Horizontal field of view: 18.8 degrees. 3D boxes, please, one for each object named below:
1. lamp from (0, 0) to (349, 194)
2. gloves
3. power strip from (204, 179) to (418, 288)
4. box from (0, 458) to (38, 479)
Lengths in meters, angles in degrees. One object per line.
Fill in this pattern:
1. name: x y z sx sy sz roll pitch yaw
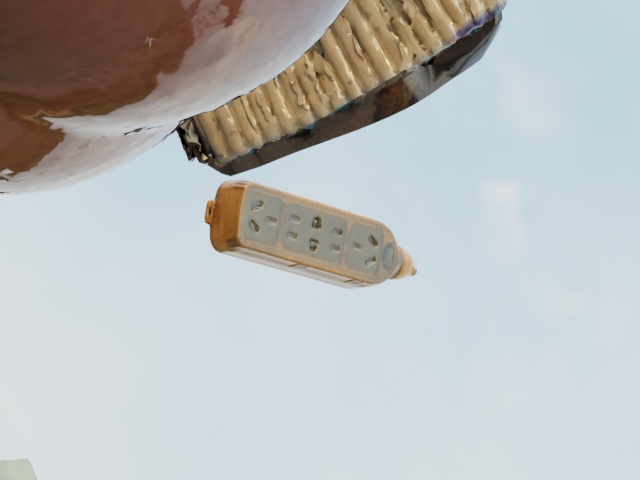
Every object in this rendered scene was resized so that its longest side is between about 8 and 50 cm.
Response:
1. lamp: -0.103 -0.167 0.545 0.305 0.239 0.305 16 -56 25
2. gloves: -0.028 -0.204 0.949 0.210 0.135 0.312 -24 -90 27
3. power strip: 0.000 0.000 1.287 0.028 0.178 0.049 -5 -106 49
4. box: -0.389 0.311 1.911 0.225 0.129 0.086 -36 -108 22
